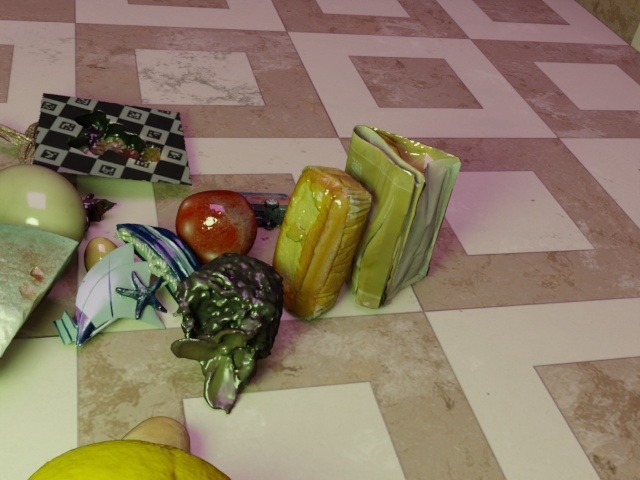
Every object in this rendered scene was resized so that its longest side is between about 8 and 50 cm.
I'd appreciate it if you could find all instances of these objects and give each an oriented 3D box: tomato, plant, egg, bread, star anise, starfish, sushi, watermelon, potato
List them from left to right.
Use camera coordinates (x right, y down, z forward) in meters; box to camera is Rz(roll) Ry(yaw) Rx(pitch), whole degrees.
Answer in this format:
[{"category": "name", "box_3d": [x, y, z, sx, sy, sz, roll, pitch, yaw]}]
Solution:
[{"category": "watermelon", "box_3d": [-0.567, 0.119, 1.246, 0.387, 0.228, 0.258, -11, 50, -39]}, {"category": "egg", "box_3d": [-0.548, -0.050, 1.475, 0.186, 0.186, 0.241, -21, 38, -35]}, {"category": "starfish", "box_3d": [-0.653, -0.223, 1.781, 0.240, 0.043, 0.227, 28, 26, -1]}, {"category": "star anise", "box_3d": [-0.510, -0.068, 1.612, 0.129, 0.056, 0.124, 20, 39, 12]}, {"category": "egg", "box_3d": [-0.415, 0.034, 1.484, 0.071, 0.083, 0.071, -5, 12, 1]}, {"category": "sushi", "box_3d": [-0.484, -0.211, 1.798, 0.339, 0.069, 0.320, 4, 39, -21]}, {"category": "potato", "box_3d": [-0.249, 0.321, 1.141, 0.112, 0.112, 0.147, 20, 31, 12]}, {"category": "tomato", "box_3d": [-0.204, -0.029, 1.552, 0.167, 0.167, 0.167, 7, 37, -5]}, {"category": "plant", "box_3d": [-0.159, 0.134, 1.336, 0.178, 0.204, 0.234, 18, 30, 6]}, {"category": "bread", "box_3d": [0.000, 0.000, 1.469, 0.119, 0.288, 0.152, -12, 43, -41]}]

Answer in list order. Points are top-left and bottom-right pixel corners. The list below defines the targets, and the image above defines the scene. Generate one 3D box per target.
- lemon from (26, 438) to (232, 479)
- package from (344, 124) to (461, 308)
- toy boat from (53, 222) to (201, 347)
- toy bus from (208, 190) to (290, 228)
[{"category": "lemon", "box_3d": [-0.215, 0.393, 0.877, 0.347, 0.348, 0.348, 7, 37, -5]}, {"category": "package", "box_3d": [0.121, -0.034, 1.511, 0.221, 0.311, 0.165, 21, 36, 11]}, {"category": "toy boat", "box_3d": [-0.331, 0.100, 1.419, 0.210, 0.070, 0.292, 29, 55, -6]}, {"category": "toy bus", "box_3d": [-0.157, -0.071, 1.699, 0.192, 0.065, 0.077, 2, 31, -12]}]
